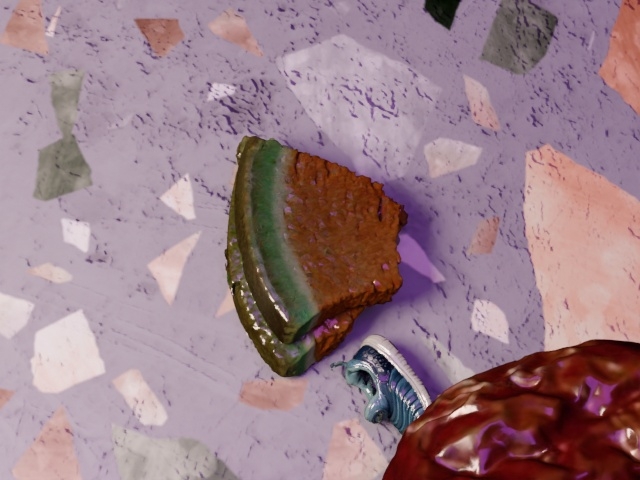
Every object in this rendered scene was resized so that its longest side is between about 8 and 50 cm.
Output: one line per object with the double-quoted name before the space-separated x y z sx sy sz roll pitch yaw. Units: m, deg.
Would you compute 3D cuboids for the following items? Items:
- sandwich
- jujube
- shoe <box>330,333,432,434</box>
"sandwich" -0.011 0.008 1.400 0.212 0.109 0.292 12 64 -3
"jujube" 0.242 0.250 1.242 0.377 0.276 0.276 -15 69 -16
"shoe" 0.075 0.174 1.365 0.071 0.064 0.143 -28 71 -21
